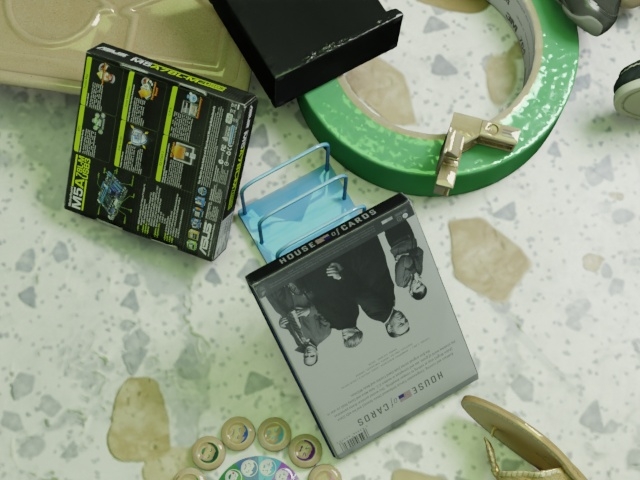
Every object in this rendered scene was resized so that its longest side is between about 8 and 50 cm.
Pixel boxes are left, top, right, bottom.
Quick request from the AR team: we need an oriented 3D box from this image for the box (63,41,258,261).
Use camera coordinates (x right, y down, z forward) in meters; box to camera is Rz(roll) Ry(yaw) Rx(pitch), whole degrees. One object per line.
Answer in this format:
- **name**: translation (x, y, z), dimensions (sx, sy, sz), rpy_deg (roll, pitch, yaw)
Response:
- **box**: translation (-0.173, -0.092, 1.271), dimensions (0.184, 0.045, 0.191), rpy_deg (20, 118, 12)

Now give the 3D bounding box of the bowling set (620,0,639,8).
- **bowling set**: translation (0.489, -0.325, 1.336), dimensions (0.200, 0.287, 0.154), rpy_deg (29, 64, -21)

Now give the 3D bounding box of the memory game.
- **memory game**: translation (-0.066, 0.275, 1.249), dimensions (0.186, 0.012, 0.186), rpy_deg (0, 74, -1)

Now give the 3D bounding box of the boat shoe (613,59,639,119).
- **boat shoe**: translation (0.478, -0.214, 1.334), dimensions (0.340, 0.127, 0.113), rpy_deg (-10, 73, -5)

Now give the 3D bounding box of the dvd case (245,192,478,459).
- **dvd case**: translation (0.049, 0.091, 1.215), dimensions (0.179, 0.029, 0.239), rpy_deg (-28, 121, -8)

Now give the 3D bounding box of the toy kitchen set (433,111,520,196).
- **toy kitchen set**: translation (0.164, -0.089, 1.246), dimensions (0.075, 0.068, 0.083), rpy_deg (15, 75, 3)

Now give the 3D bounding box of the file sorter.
- **file sorter**: translation (0.000, 0.000, 1.280), dimensions (0.118, 0.104, 0.170), rpy_deg (-29, 77, -8)

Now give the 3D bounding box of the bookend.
- **bookend**: translation (-0.020, -0.252, 1.287), dimensions (0.156, 0.072, 0.157), rpy_deg (-29, 75, -11)

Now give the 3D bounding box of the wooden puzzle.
- **wooden puzzle**: translation (-0.220, -0.306, 1.383), dimensions (0.322, 0.080, 0.348), rpy_deg (9, 70, 2)

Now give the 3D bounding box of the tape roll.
- **tape roll**: translation (0.127, -0.212, 1.356), dimensions (0.321, 0.077, 0.321), rpy_deg (0, 75, -1)

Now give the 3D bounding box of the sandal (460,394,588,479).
- **sandal**: translation (0.227, 0.258, 1.218), dimensions (0.240, 0.088, 0.079), rpy_deg (36, 71, 4)

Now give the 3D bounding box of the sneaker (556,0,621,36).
- **sneaker**: translation (0.321, -0.349, 1.341), dimensions (0.101, 0.106, 0.267), rpy_deg (29, 54, -28)
